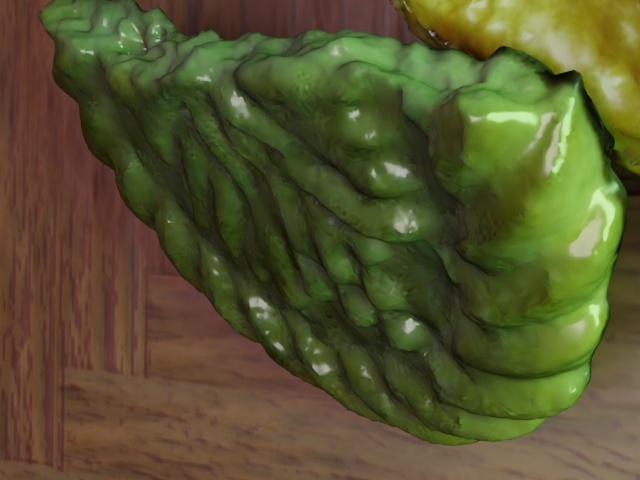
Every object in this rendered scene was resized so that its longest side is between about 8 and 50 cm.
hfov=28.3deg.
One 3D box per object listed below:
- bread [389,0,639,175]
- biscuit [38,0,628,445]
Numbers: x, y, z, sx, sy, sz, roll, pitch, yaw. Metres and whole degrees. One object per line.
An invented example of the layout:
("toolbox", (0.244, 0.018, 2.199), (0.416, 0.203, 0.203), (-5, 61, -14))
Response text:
("bread", (0.171, -0.067, 0.379), (0.294, 0.167, 0.132), (38, 132, 19))
("biscuit", (0.000, 0.000, 0.471), (0.273, 0.036, 0.187), (15, 137, 48))
